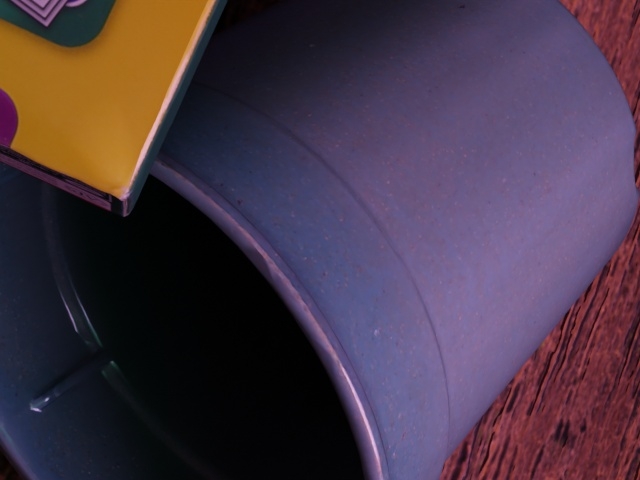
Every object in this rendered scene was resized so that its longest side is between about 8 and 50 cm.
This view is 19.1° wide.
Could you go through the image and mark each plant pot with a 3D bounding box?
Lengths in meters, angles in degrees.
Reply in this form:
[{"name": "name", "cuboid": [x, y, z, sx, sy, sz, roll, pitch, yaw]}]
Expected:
[{"name": "plant pot", "cuboid": [0.000, 0.000, 1.132, 0.334, 0.341, 0.341, -39, 128, -38]}]

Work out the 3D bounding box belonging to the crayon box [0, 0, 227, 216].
[{"name": "crayon box", "cuboid": [-0.188, -0.229, 0.869, 0.363, 0.106, 0.313, 25, 84, -3]}]
